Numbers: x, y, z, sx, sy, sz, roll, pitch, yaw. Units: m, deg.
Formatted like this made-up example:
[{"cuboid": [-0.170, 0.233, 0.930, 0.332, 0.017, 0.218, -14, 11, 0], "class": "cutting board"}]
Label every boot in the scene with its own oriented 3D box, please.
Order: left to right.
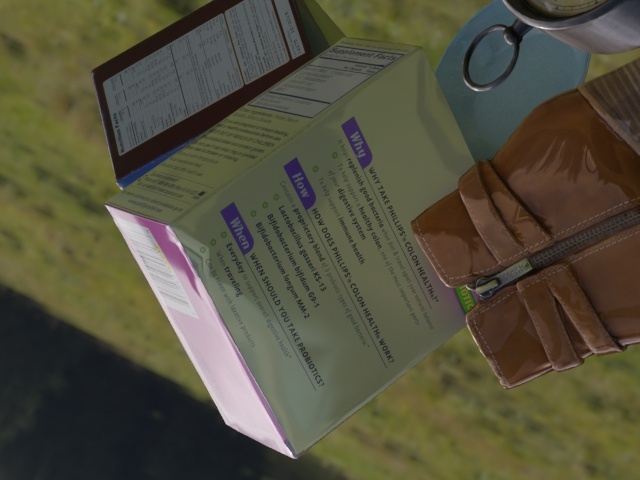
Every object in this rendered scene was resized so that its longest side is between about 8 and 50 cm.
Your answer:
[{"cuboid": [0.206, 0.038, 1.207, 0.283, 0.220, 0.109, 57, -168, 3], "class": "boot"}]

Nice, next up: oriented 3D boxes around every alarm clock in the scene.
[{"cuboid": [0.142, -0.150, 1.022, 0.064, 0.192, 0.129, 24, -151, -41], "class": "alarm clock"}]

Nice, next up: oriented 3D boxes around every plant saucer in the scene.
[{"cuboid": [0.185, -0.147, 1.827, 0.037, 0.195, 0.195, 32, 169, -39], "class": "plant saucer"}]

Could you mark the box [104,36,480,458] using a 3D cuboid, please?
[{"cuboid": [0.000, 0.000, 1.465, 0.117, 0.243, 0.214, 18, 140, 59], "class": "box"}]

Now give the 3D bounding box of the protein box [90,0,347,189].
[{"cuboid": [-0.058, -0.098, 1.706, 0.200, 0.201, 0.136, 44, -157, -50], "class": "protein box"}]
